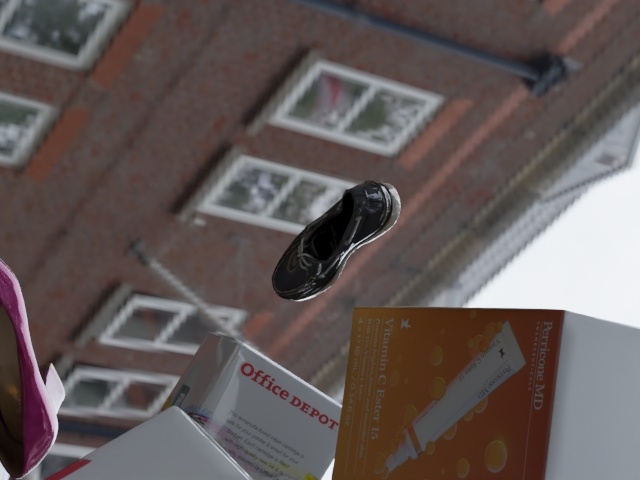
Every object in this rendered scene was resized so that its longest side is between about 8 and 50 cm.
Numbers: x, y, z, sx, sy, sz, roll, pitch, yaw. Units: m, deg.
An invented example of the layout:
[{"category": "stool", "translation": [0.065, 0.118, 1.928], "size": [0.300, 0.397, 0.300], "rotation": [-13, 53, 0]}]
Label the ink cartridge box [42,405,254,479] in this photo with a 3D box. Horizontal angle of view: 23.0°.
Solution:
[{"category": "ink cartridge box", "translation": [-0.188, 0.311, 1.287], "size": [0.131, 0.226, 0.306], "rotation": [42, -45, 21]}]

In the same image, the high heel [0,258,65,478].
[{"category": "high heel", "translation": [-0.478, 0.152, 2.229], "size": [0.127, 0.377, 0.181], "rotation": [-22, -152, 20]}]

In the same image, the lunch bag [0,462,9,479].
[{"category": "lunch bag", "translation": [-0.550, 0.336, 2.285], "size": [0.279, 0.108, 0.224], "rotation": [-71, 160, -49]}]

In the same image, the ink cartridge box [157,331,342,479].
[{"category": "ink cartridge box", "translation": [-0.120, 0.289, 2.112], "size": [0.270, 0.198, 0.197], "rotation": [-58, -166, -7]}]

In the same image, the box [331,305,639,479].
[{"category": "box", "translation": [0.191, 0.191, 1.756], "size": [0.345, 0.168, 0.215], "rotation": [-3, -104, 52]}]

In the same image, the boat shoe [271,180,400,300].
[{"category": "boat shoe", "translation": [0.000, 0.000, 1.731], "size": [0.206, 0.065, 0.075], "rotation": [-40, -119, 37]}]
